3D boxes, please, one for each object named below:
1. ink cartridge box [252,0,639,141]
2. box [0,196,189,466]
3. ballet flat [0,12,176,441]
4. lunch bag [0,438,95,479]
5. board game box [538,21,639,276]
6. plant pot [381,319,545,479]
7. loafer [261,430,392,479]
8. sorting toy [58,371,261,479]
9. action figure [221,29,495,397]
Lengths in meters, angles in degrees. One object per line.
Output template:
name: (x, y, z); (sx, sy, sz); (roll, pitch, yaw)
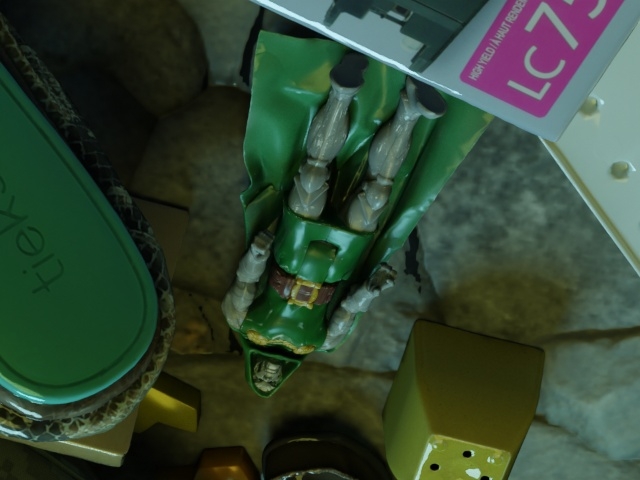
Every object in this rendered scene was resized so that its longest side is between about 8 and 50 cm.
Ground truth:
ink cartridge box: (0.007, -0.182, 0.700); (0.311, 0.065, 0.186); (25, 123, -10)
box: (-0.185, 0.026, 0.943); (0.201, 0.164, 0.021); (15, 144, -4)
ballet flat: (-0.236, -0.115, 0.831); (0.164, 0.182, 0.483); (-32, 98, -22)
lunch bag: (-0.235, 0.235, 1.015); (0.305, 0.212, 0.256); (39, 143, -24)
board game box: (0.318, -0.097, 0.874); (0.390, 0.050, 0.390); (-29, 116, 22)
plant pot: (0.083, 0.110, 1.017); (0.081, 0.083, 0.081); (14, 124, -5)
loafer: (0.018, 0.214, 1.096); (0.080, 0.078, 0.220); (-12, 122, 13)
sorting toy: (-0.209, 0.151, 1.099); (0.307, 0.041, 0.229); (-19, 120, 17)
action figure: (0.000, 0.000, 0.969); (0.137, 0.063, 0.232); (15, 128, -8)
